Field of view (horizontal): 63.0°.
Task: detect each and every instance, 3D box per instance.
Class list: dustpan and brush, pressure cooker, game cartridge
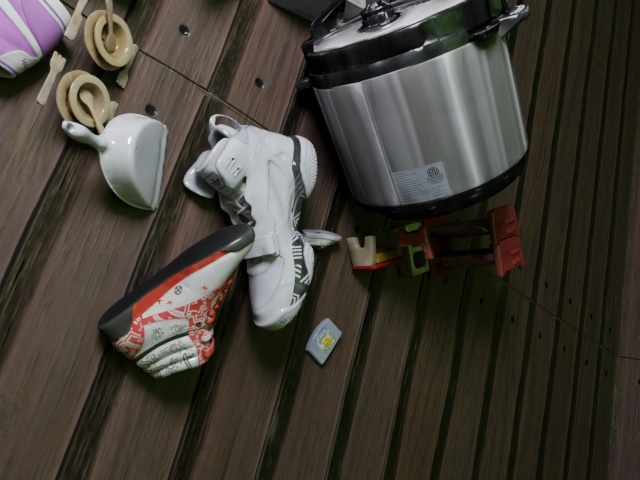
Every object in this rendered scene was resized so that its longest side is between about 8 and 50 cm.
[{"bbox_3d":[-0.295,-0.133,0.762,0.061,0.211,0.147,6,84,4],"label":"dustpan and brush"},{"bbox_3d":[0.181,-0.293,0.986,0.370,0.375,0.420,-29,115,-12],"label":"pressure cooker"},{"bbox_3d":[0.006,0.201,1.055,0.056,0.017,0.083,49,58,-21],"label":"game cartridge"}]

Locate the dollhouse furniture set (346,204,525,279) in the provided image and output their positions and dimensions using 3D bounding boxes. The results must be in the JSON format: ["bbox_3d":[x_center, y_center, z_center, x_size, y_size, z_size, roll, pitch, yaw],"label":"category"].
[{"bbox_3d":[0.268,0.029,1.170,0.374,0.201,0.152,-14,95,-41],"label":"dollhouse furniture set"}]

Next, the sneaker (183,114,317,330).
[{"bbox_3d":[-0.125,-0.037,0.894,0.210,0.137,0.365,17,70,-37],"label":"sneaker"}]

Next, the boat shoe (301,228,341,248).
[{"bbox_3d":[0.000,0.000,1.062,0.100,0.035,0.035,3,111,-44],"label":"boat shoe"}]

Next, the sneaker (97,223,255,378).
[{"bbox_3d":[-0.186,0.098,0.807,0.270,0.090,0.145,-36,114,-5],"label":"sneaker"}]

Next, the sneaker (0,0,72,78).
[{"bbox_3d":[-0.475,-0.331,0.649,0.282,0.102,0.161,44,63,-28],"label":"sneaker"}]

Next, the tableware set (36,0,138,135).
[{"bbox_3d":[-0.323,-0.250,0.768,0.128,0.039,0.194,45,55,-62],"label":"tableware set"}]

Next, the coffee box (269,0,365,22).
[{"bbox_3d":[0.000,-0.614,1.059,0.168,0.119,0.296,8,81,-39],"label":"coffee box"}]
